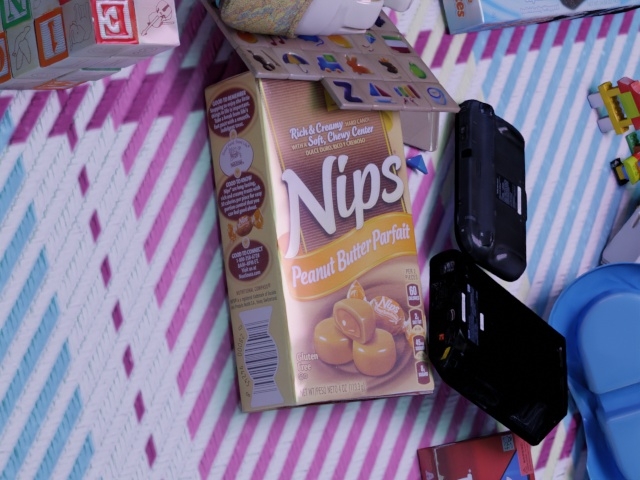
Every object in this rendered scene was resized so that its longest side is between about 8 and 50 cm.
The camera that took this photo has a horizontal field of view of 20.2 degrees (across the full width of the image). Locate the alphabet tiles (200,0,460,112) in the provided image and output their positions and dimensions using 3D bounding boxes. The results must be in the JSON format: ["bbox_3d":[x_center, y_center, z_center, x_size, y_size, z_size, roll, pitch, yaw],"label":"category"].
[{"bbox_3d":[0.001,-0.193,1.738,0.237,0.009,0.198,-2,46,-41],"label":"alphabet tiles"}]

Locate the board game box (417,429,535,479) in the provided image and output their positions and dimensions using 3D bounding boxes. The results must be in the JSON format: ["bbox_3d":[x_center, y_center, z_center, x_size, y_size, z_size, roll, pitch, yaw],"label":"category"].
[{"bbox_3d":[0.180,0.344,1.853,0.145,0.027,0.281,-6,85,-41],"label":"board game box"}]

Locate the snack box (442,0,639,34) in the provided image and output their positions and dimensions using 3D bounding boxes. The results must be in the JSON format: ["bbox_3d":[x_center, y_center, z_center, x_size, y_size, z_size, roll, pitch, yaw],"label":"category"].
[{"bbox_3d":[0.251,-0.342,2.031,0.322,0.060,0.187,-13,90,-42],"label":"snack box"}]

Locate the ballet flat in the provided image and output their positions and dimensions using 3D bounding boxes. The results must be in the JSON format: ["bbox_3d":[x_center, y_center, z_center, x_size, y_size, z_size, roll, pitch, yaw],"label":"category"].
[{"bbox_3d":[0.028,-0.252,1.724,0.348,0.123,0.123,-36,106,-58],"label":"ballet flat"}]

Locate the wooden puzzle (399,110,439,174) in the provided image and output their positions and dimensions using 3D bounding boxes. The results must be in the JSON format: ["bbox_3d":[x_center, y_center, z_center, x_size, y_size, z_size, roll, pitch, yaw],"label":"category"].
[{"bbox_3d":[0.094,-0.133,1.883,0.079,0.014,0.116,22,67,-32],"label":"wooden puzzle"}]

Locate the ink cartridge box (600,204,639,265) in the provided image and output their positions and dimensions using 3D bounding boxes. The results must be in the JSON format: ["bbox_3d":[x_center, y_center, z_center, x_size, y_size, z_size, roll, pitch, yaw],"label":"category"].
[{"bbox_3d":[0.452,0.032,2.046,0.212,0.093,0.154,37,93,-14],"label":"ink cartridge box"}]

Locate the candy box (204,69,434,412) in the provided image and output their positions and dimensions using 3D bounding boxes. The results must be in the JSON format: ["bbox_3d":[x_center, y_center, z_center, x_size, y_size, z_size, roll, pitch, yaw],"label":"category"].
[{"bbox_3d":[0.000,0.000,1.721,0.183,0.088,0.316,-2,83,-42],"label":"candy box"}]

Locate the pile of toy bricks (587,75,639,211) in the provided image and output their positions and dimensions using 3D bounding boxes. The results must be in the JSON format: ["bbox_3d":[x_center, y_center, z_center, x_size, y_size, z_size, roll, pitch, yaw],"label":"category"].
[{"bbox_3d":[0.412,-0.105,2.095,0.118,0.105,0.212,-32,103,-41],"label":"pile of toy bricks"}]

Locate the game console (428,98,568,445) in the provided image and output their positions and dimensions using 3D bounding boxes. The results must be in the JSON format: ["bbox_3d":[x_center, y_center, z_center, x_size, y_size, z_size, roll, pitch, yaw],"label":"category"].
[{"bbox_3d":[0.186,0.020,1.870,0.213,0.044,0.361,38,44,-42],"label":"game console"}]

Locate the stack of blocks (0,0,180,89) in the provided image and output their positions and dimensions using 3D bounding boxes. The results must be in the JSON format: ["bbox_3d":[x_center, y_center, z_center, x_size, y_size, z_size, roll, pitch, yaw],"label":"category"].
[{"bbox_3d":[-0.173,-0.238,1.476,0.087,0.297,0.171,-4,83,-42],"label":"stack of blocks"}]

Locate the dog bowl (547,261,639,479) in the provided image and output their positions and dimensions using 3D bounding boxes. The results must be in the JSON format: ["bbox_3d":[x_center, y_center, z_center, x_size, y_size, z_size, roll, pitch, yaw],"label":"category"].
[{"bbox_3d":[0.351,0.162,1.958,0.074,0.166,0.297,-51,123,-79],"label":"dog bowl"}]
